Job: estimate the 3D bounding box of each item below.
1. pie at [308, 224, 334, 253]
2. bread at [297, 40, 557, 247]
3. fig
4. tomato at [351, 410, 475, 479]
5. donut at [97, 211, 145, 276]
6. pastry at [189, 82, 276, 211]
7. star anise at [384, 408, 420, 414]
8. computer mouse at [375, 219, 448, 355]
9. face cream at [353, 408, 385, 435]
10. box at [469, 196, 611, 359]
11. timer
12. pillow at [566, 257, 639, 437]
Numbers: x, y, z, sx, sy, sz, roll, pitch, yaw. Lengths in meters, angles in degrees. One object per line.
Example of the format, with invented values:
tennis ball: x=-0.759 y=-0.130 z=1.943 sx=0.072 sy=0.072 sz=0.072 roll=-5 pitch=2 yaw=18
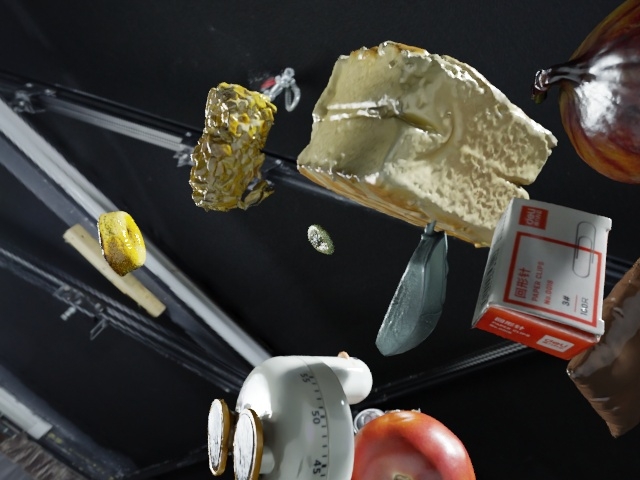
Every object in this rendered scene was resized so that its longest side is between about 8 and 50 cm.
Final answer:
pie: x=-0.001 y=-0.001 z=1.047 sx=0.084 sy=0.021 sz=0.084 roll=36 pitch=-32 yaw=27
bread: x=0.197 y=-0.179 z=0.922 sx=0.390 sy=0.371 sz=0.279 roll=24 pitch=-86 yaw=-28
fig: x=0.402 y=-0.187 z=0.544 sx=0.214 sy=0.235 sz=0.235 roll=9 pitch=-47 yaw=-27
tomato: x=0.131 y=0.354 z=0.672 sx=0.195 sy=0.136 sz=0.195 roll=-5 pitch=-103 yaw=22
donut: x=-0.453 y=0.004 z=1.030 sx=0.058 sy=0.152 sz=0.152 roll=-19 pitch=-62 yaw=-5
pastry: x=-0.163 y=-0.163 z=0.855 sx=0.102 sy=0.154 sz=0.250 roll=25 pitch=-76 yaw=44
star anise: x=0.273 y=0.567 z=1.384 sx=0.182 sy=0.065 sz=0.195 roll=4 pitch=-6 yaw=-20
computer mouse: x=0.144 y=0.078 z=0.632 sx=0.068 sy=0.113 sz=0.229 roll=25 pitch=-58 yaw=14
face cream: x=0.131 y=0.484 z=0.955 sx=0.073 sy=0.073 sz=0.284 roll=-4 pitch=-63 yaw=22
box: x=0.291 y=0.046 z=0.591 sx=0.133 sy=0.182 sz=0.099 roll=18 pitch=-27 yaw=14
timer: x=-0.025 y=0.288 z=0.676 sx=0.240 sy=0.233 sz=0.233 roll=8 pitch=-46 yaw=-29
pillow: x=0.641 y=0.223 z=0.928 sx=0.305 sy=0.308 sz=0.108 roll=42 pitch=-8 yaw=-29
